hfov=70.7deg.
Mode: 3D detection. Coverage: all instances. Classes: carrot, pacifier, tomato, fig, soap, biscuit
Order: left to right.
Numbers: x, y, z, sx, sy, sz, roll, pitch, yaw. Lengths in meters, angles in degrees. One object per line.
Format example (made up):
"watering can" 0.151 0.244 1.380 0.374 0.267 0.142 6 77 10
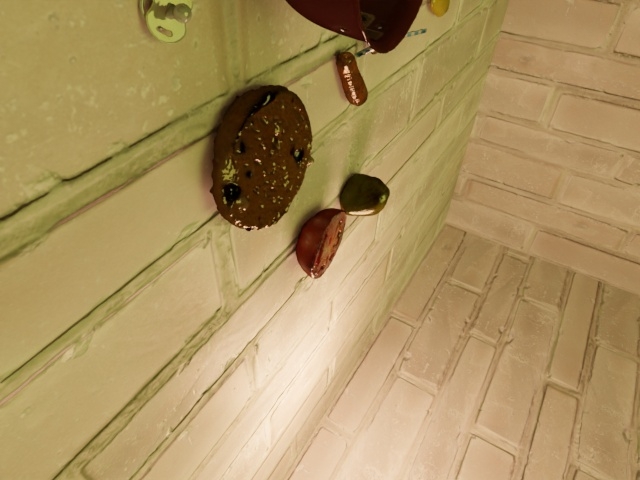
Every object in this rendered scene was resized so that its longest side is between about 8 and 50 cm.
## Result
"pacifier" -0.196 -0.303 0.592 0.068 0.064 0.083 8 105 -50
"biscuit" -0.116 -0.163 0.905 0.296 0.075 0.296 -42 144 -40
"tomato" -0.003 0.001 1.329 0.225 0.085 0.225 -54 156 -38
"carrot" 0.079 -0.406 1.145 0.060 0.060 0.186 -63 156 -8
"fig" 0.136 -0.145 1.469 0.165 0.154 0.144 -25 160 -16
"soap" 0.402 -0.807 1.528 0.168 0.033 0.089 -12 125 -65

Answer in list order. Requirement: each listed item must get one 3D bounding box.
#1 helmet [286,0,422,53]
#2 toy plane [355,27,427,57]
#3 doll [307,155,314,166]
"helmet" 0.028 -0.500 0.691 0.337 0.230 0.385 -42 140 -49
"toy plane" 0.176 -0.577 1.095 0.273 0.182 0.107 92 -14 -53
"doll" -0.049 -0.215 1.080 0.061 0.051 0.093 -45 121 -42
